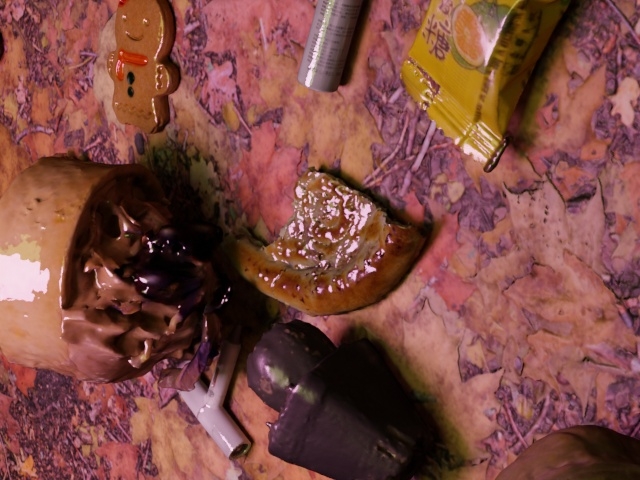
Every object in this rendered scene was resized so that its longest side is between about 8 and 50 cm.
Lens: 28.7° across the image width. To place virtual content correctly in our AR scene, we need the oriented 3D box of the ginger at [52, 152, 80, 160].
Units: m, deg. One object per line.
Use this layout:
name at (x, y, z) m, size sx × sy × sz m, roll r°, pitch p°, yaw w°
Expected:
ginger at (-0.404, -0.066, 2.020) m, size 0.103 × 0.073 × 0.162 m, roll -9°, pitch 89°, yaw 46°

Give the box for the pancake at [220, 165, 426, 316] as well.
pancake at (-0.004, 0.002, 1.620) m, size 0.377 × 0.054 × 0.197 m, roll -14°, pitch 86°, yaw 46°

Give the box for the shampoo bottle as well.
shampoo bottle at (0.021, -0.281, 1.544) m, size 0.056 × 0.056 × 0.195 m, roll 37°, pitch 121°, yaw 37°

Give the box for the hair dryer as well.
hair dryer at (-0.131, 0.202, 1.802) m, size 0.155 × 0.044 × 0.183 m, roll 47°, pitch 125°, yaw 28°

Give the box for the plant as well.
plant at (0.017, 0.209, 1.561) m, size 0.256 × 0.164 × 0.142 m, roll 42°, pitch 125°, yaw 21°

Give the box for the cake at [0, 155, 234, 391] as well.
cake at (-0.260, 0.049, 1.747) m, size 0.321 × 0.332 × 0.332 m, roll 8°, pitch 104°, yaw 19°

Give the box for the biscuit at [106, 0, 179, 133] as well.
biscuit at (-0.269, -0.276, 1.869) m, size 0.166 × 0.036 × 0.225 m, roll 24°, pitch 114°, yaw 43°

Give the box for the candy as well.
candy at (0.191, -0.237, 1.350) m, size 0.187 × 0.081 × 0.297 m, roll 50°, pitch 129°, yaw 31°

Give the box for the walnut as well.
walnut at (0.269, 0.310, 1.252) m, size 0.248 × 0.248 × 0.248 m, roll 10°, pitch 104°, yaw 46°
